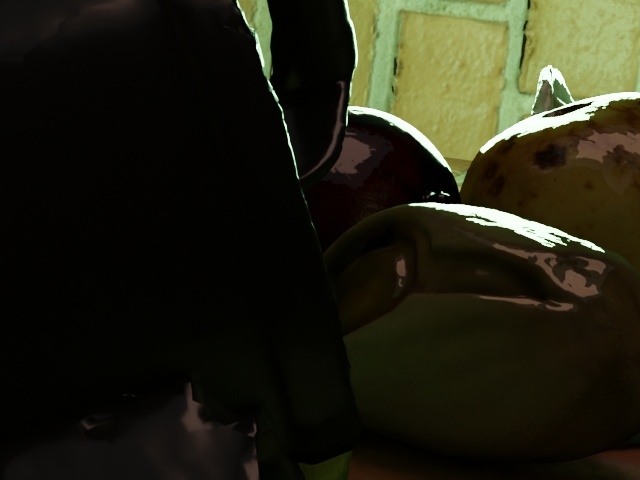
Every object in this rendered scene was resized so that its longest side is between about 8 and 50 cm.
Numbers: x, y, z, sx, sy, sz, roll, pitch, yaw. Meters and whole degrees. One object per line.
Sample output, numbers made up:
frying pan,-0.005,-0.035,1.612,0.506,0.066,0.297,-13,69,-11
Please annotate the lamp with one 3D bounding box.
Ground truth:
lamp,-0.125,0.002,0.464,0.272,0.205,0.374,-4,47,5

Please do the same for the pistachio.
pistachio,0.078,0.054,0.751,0.238,0.153,0.137,9,49,30

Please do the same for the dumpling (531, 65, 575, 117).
dumpling,0.249,-0.040,1.253,0.163,0.204,0.293,22,5,21

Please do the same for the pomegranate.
pomegranate,0.200,0.004,0.986,0.215,0.215,0.215,6,9,-1

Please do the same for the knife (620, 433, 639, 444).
knife,0.279,0.116,0.874,0.313,0.019,0.044,4,6,-30

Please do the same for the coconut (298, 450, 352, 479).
coconut,-0.029,0.086,0.573,0.088,0.096,0.088,0,25,0

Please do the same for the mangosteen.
mangosteen,0.000,0.000,0.937,0.200,0.199,0.200,6,9,-1
